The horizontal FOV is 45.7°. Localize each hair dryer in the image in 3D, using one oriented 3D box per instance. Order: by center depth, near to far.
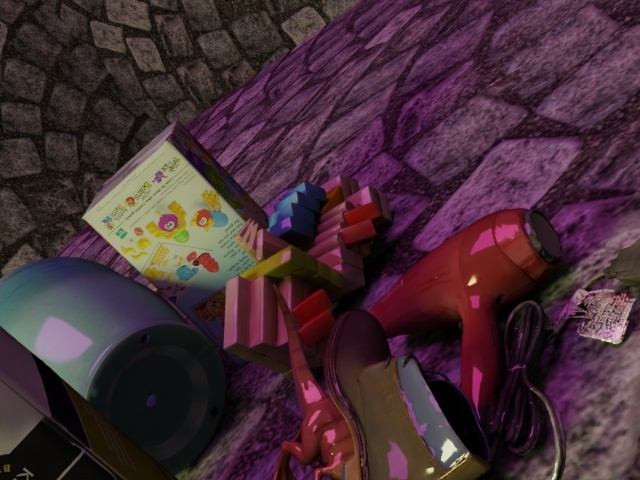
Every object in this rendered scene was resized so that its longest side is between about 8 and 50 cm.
[{"bbox_3d":[0.127,0.064,0.619,0.223,0.080,0.293,-48,19,-14],"label":"hair dryer"}]

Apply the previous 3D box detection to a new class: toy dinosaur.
[{"bbox_3d":[-0.001,0.153,0.639,0.112,0.064,0.211,-55,49,34],"label":"toy dinosaur"}]

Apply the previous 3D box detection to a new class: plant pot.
[{"bbox_3d":[-0.259,0.165,0.908,0.255,0.272,0.272,6,49,47],"label":"plant pot"}]

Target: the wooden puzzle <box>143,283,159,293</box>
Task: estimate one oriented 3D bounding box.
[{"bbox_3d":[-0.360,0.111,1.575,0.078,0.014,0.116,-37,19,3],"label":"wooden puzzle"}]

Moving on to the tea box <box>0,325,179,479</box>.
[{"bbox_3d":[-0.271,0.275,0.564,0.329,0.323,0.220,-46,20,-15],"label":"tea box"}]

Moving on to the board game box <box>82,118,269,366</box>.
[{"bbox_3d":[-0.145,0.001,0.985,0.144,0.275,0.142,-40,19,8],"label":"board game box"}]

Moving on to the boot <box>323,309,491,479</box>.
[{"bbox_3d":[0.067,0.116,0.582,0.106,0.082,0.219,-44,33,27],"label":"boot"}]

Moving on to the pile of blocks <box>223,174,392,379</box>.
[{"bbox_3d":[0.000,0.000,0.901,0.112,0.149,0.362,-29,22,33],"label":"pile of blocks"}]

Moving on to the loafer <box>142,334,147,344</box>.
[{"bbox_3d":[-0.319,0.188,1.157,0.080,0.078,0.220,-23,26,45],"label":"loafer"}]
